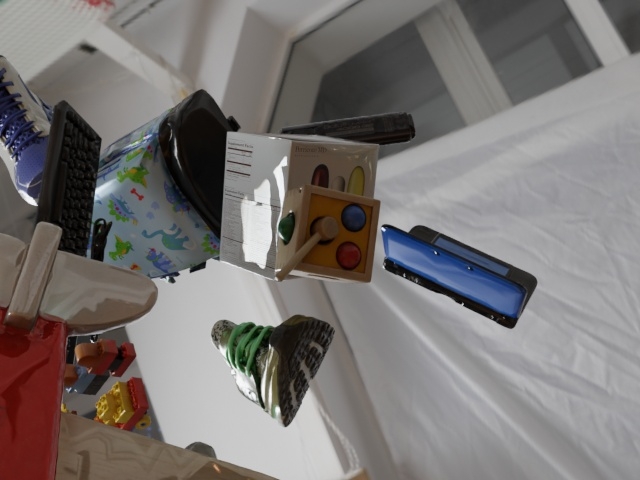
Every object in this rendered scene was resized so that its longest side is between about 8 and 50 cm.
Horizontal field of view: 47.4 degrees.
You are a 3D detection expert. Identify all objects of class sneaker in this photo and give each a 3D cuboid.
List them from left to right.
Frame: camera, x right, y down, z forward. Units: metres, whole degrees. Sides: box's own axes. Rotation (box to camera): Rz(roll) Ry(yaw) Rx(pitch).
[{"bbox_3d":[-0.537,-0.205,1.255,0.127,0.315,0.182,-37,-42,-3],"label":"sneaker"},{"bbox_3d":[-0.097,0.186,1.127,0.158,0.182,0.410,-62,-4,-20],"label":"sneaker"}]

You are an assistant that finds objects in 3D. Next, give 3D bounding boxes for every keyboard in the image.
[{"bbox_3d":[-0.298,0.011,0.896,0.033,0.317,0.201,0,-19,4],"label":"keyboard"}]

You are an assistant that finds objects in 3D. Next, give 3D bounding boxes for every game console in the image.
[{"bbox_3d":[0.283,0.031,1.440,0.250,0.293,0.173,-44,-27,-46],"label":"game console"}]

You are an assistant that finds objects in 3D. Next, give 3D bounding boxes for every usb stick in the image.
[{"bbox_3d":[0.050,-0.214,1.475,0.277,0.077,0.045,-8,-37,0],"label":"usb stick"}]

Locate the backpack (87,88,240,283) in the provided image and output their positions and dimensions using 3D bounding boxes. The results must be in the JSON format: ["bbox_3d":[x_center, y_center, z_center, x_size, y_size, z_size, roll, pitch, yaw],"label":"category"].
[{"bbox_3d":[-0.297,-0.064,1.292,0.355,0.290,0.273,-5,36,40],"label":"backpack"}]

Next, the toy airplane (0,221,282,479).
[{"bbox_3d":[-0.240,0.170,0.488,0.384,0.386,0.272,-23,-33,-54],"label":"toy airplane"}]

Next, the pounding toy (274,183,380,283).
[{"bbox_3d":[0.000,0.000,0.938,0.141,0.130,0.100,11,-9,-23],"label":"pounding toy"}]

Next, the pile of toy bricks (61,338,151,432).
[{"bbox_3d":[-0.246,0.175,0.644,0.105,0.118,0.212,18,-59,-41],"label":"pile of toy bricks"}]

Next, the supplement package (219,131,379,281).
[{"bbox_3d":[-0.032,-0.059,1.130,0.194,0.203,0.149,-6,16,-45],"label":"supplement package"}]
